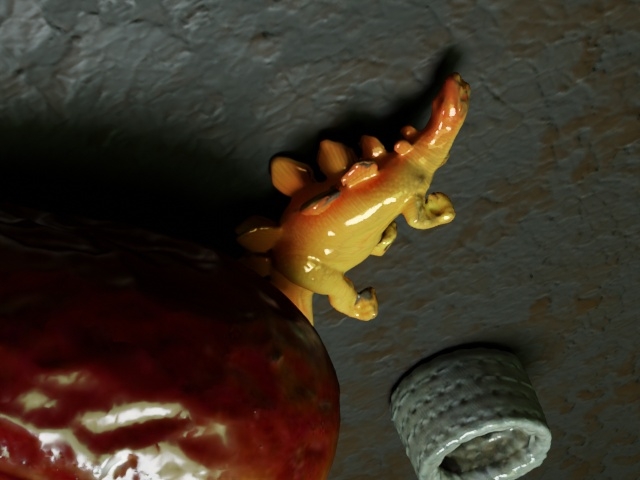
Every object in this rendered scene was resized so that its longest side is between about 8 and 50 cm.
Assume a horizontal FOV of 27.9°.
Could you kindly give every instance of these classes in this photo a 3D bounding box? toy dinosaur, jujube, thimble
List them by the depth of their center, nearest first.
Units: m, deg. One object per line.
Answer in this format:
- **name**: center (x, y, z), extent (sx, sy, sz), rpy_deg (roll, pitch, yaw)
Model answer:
- **jujube**: center (-0.147, 0.089, 0.758), extent (0.318, 0.223, 0.223), rpy_deg (19, 127, -23)
- **toy dinosaur**: center (0.000, 0.000, 0.840), extent (0.117, 0.070, 0.288), rpy_deg (20, 123, -27)
- **thimble**: center (0.121, 0.147, 1.053), extent (0.115, 0.090, 0.102), rpy_deg (-2, 134, -21)
